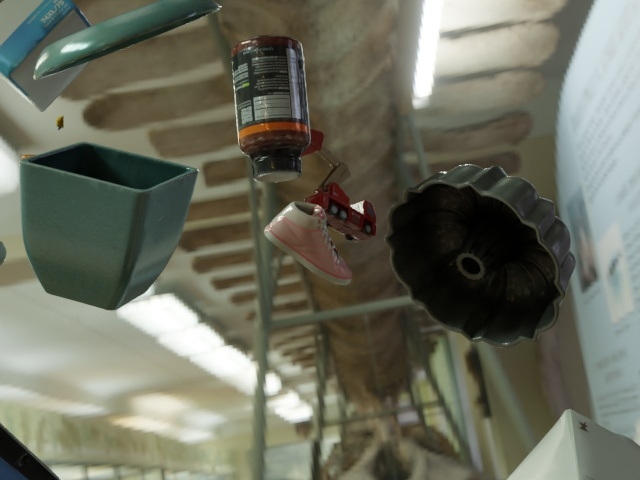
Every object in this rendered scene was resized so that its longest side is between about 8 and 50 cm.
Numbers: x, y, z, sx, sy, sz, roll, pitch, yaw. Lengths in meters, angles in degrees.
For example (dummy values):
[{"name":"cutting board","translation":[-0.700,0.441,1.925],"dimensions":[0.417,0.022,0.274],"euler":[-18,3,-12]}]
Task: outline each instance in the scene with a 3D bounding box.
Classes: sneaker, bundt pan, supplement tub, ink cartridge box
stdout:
[{"name":"sneaker","translation":[0.000,0.000,1.598],"dimensions":[0.070,0.134,0.051],"euler":[-51,14,18]},{"name":"bundt pan","translation":[0.277,0.012,2.057],"dimensions":[0.331,0.331,0.124],"euler":[-23,16,47]},{"name":"supplement tub","translation":[-0.069,-0.186,1.764],"dimensions":[0.106,0.198,0.106],"euler":[-5,-9,-1]},{"name":"ink cartridge box","translation":[-0.614,-0.438,2.473],"dimensions":[0.197,0.270,0.198],"euler":[-48,-15,-6]}]

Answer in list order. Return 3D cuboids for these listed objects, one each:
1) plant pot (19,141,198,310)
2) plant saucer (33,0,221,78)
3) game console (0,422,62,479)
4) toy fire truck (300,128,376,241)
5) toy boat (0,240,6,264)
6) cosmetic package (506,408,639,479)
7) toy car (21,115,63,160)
[{"name":"plant pot","translation":[-0.396,-0.018,2.248],"dimensions":[0.247,0.252,0.248],"euler":[15,16,14]},{"name":"plant saucer","translation":[-0.312,-0.331,1.960],"dimensions":[0.318,0.043,0.317],"euler":[-21,10,4]},{"name":"game console","translation":[-0.447,0.394,1.476],"dimensions":[0.060,0.342,0.386],"euler":[14,-26,19]},{"name":"toy fire truck","translation":[0.021,-0.090,2.036],"dimensions":[0.047,0.135,0.192],"euler":[-18,-33,39]},{"name":"toy boat","translation":[-0.718,0.106,2.309],"dimensions":[0.148,0.318,0.267],"euler":[-4,-52,30]},{"name":"cosmetic package","translation":[0.295,0.418,1.588],"dimensions":[0.197,0.155,0.365],"euler":[27,-60,-10]},{"name":"toy car","translation":[-0.514,-0.176,2.267],"dimensions":[0.060,0.122,0.040],"euler":[17,9,-3]}]
